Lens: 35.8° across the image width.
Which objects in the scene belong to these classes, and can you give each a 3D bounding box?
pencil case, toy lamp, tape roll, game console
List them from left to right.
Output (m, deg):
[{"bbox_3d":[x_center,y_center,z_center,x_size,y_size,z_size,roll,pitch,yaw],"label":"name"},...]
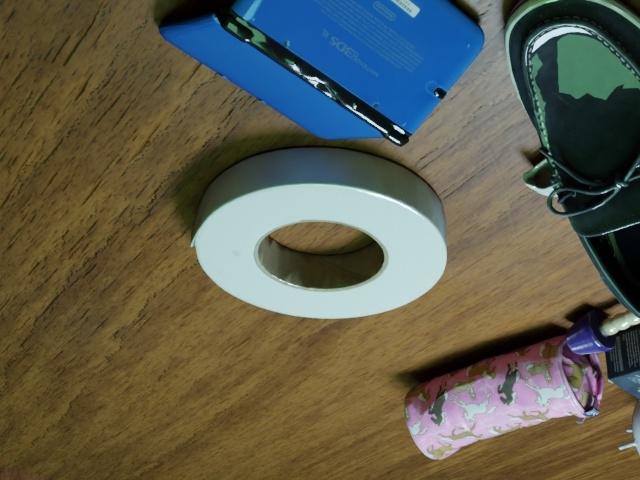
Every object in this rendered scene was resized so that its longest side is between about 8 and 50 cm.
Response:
[{"bbox_3d":[0.000,0.000,1.528,0.392,0.072,0.392,3,147,2],"label":"tape roll"},{"bbox_3d":[0.000,-0.248,1.189,0.293,0.173,0.250,29,108,-35],"label":"game console"},{"bbox_3d":[0.345,0.304,1.894,0.386,0.167,0.160,-24,174,35],"label":"pencil case"},{"bbox_3d":[0.534,0.124,1.672,0.080,0.080,0.275,25,139,-30],"label":"toy lamp"}]

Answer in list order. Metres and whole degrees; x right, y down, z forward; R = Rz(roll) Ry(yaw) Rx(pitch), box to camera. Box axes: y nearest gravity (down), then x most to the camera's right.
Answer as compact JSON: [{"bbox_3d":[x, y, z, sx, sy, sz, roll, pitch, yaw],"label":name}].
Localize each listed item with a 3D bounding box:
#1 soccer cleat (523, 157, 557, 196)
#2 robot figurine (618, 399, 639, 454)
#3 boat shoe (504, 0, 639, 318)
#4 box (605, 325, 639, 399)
[{"bbox_3d":[0.362,-0.108,1.329,0.076,0.068,0.196,4,156,-41],"label":"soccer cleat"},{"bbox_3d":[0.755,0.353,1.891,0.353,0.199,0.300,-15,167,24],"label":"robot figurine"},{"bbox_3d":[0.371,-0.087,1.210,0.187,0.156,0.500,-16,123,27],"label":"boat shoe"},{"bbox_3d":[0.626,0.219,1.793,0.156,0.093,0.158,30,139,-35],"label":"box"}]
